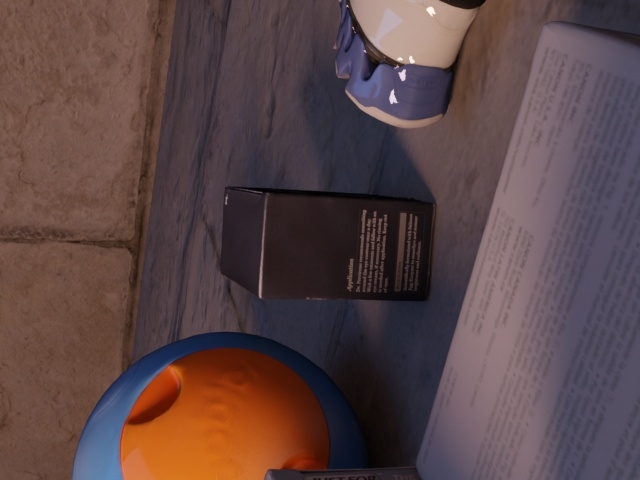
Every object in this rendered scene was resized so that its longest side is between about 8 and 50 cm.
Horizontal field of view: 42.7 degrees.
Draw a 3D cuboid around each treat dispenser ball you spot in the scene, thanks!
[{"bbox_3d":[-0.095,0.235,0.806,0.288,0.288,0.288,-177,90,-70],"label":"treat dispenser ball"}]

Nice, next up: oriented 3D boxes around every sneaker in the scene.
[{"bbox_3d":[0.071,-0.269,0.688,0.182,0.127,0.316,-57,42,48],"label":"sneaker"}]

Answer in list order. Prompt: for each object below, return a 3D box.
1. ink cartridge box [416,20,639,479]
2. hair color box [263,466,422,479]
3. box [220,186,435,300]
[{"bbox_3d":[0.181,0.097,0.351,0.385,0.091,0.308,-125,43,-59],"label":"ink cartridge box"},{"bbox_3d":[0.025,0.339,0.609,0.114,0.185,0.375,-117,35,-55],"label":"hair color box"},{"bbox_3d":[0.000,0.000,0.767,0.156,0.158,0.093,-163,77,-70],"label":"box"}]
